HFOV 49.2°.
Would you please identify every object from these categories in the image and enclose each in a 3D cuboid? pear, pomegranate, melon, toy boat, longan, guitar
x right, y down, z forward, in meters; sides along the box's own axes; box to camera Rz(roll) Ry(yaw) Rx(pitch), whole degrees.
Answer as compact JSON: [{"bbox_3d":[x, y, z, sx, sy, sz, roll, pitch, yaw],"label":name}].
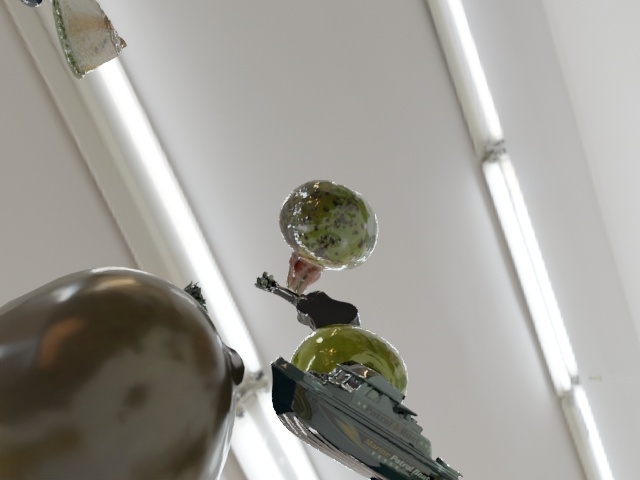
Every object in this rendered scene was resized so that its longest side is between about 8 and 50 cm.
[{"bbox_3d":[0.032,0.218,1.056,0.180,0.216,0.166,11,-116,-15],"label":"pear"},{"bbox_3d":[0.000,0.000,1.434,0.214,0.214,0.248,20,-80,-46],"label":"pomegranate"},{"bbox_3d":[-0.389,-0.332,1.157,0.202,0.093,0.139,80,-173,-66],"label":"melon"},{"bbox_3d":[0.050,0.227,0.881,0.296,0.114,0.122,40,-103,-23],"label":"toy boat"},{"bbox_3d":[-0.245,0.192,0.805,0.361,0.361,0.361,9,-102,-48],"label":"longan"},{"bbox_3d":[-0.038,0.108,1.272,0.084,0.271,0.038,-33,-52,-28],"label":"guitar"}]

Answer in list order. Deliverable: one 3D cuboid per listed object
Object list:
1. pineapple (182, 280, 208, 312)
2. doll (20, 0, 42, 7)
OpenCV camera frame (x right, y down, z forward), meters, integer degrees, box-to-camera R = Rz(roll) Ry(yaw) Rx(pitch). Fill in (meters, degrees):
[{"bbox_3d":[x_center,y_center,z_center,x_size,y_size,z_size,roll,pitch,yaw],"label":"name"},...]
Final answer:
[{"bbox_3d":[-0.313,0.126,1.259,0.083,0.221,0.103,-103,8,-56],"label":"pineapple"},{"bbox_3d":[-0.462,-0.412,1.077,0.125,0.037,0.027,92,178,-57],"label":"doll"}]
